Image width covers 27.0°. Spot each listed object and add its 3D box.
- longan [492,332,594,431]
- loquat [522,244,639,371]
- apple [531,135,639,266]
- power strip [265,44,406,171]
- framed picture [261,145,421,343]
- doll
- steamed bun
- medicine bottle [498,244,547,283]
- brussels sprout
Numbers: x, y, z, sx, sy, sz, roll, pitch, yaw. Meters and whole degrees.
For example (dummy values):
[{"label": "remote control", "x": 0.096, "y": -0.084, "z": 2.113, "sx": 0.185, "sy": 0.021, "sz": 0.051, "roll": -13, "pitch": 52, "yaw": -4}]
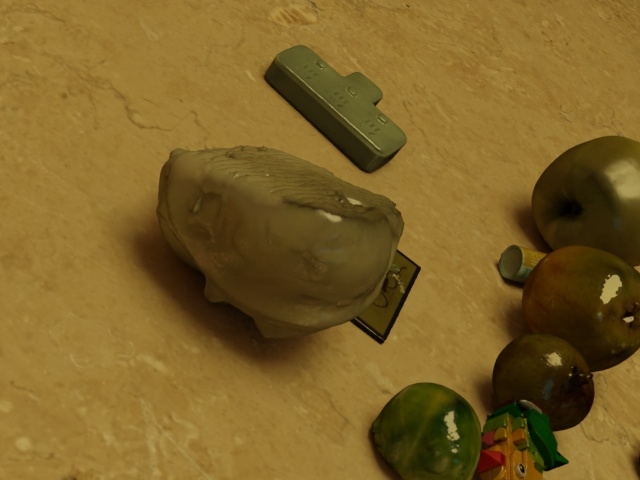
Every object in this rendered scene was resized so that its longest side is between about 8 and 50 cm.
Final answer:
[{"label": "longan", "x": 0.338, "y": 0.211, "z": 1.972, "sx": 0.155, "sy": 0.176, "sz": 0.145, "roll": 12, "pitch": 79, "yaw": -36}, {"label": "loquat", "x": 0.421, "y": 0.106, "z": 2.176, "sx": 0.213, "sy": 0.213, "sz": 0.246, "roll": 18, "pitch": -3, "yaw": -31}, {"label": "apple", "x": 0.526, "y": -0.069, "z": 2.449, "sx": 0.262, "sy": 0.262, "sz": 0.262, "roll": 27, "pitch": 33, "yaw": -19}, {"label": "power strip", "x": 0.042, "y": -0.245, "z": 2.353, "sx": 0.265, "sy": 0.059, "sz": 0.194, "roll": 43, "pitch": 31, "yaw": 7}, {"label": "framed picture", "x": 0.000, "y": 0.000, "z": 2.038, "sx": 0.324, "sy": 0.013, "sz": 0.244, "roll": 38, "pitch": 30, "yaw": -3}, {"label": "doll", "x": 0.273, "y": 0.304, "z": 1.842, "sx": 0.134, "sy": 0.106, "sz": 0.186, "roll": 59, "pitch": 30, "yaw": -7}, {"label": "steamed bun", "x": -0.063, "y": 0.008, "z": 1.777, "sx": 0.324, "sy": 0.219, "sz": 0.310, "roll": 19, "pitch": 12, "yaw": 15}, {"label": "medicine bottle", "x": 0.416, "y": 0.060, "z": 2.342, "sx": 0.218, "sy": 0.074, "sz": 0.074, "roll": 16, "pitch": 38, "yaw": -32}, {"label": "brussels sprout", "x": 0.155, "y": 0.255, "z": 1.763, "sx": 0.151, "sy": 0.122, "sz": 0.149, "roll": 43, "pitch": 34, "yaw": 9}]
